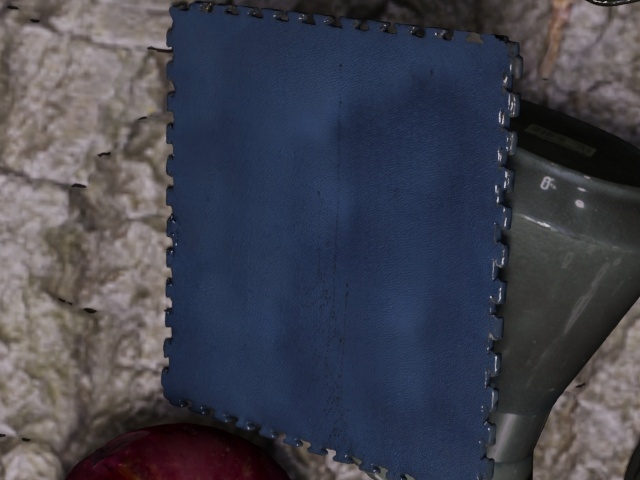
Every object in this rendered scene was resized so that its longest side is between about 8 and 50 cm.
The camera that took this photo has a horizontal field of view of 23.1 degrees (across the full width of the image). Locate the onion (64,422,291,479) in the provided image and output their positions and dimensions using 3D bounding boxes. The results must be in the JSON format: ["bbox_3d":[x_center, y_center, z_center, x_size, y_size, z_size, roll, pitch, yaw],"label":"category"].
[{"bbox_3d":[-0.089,0.202,0.988,0.177,0.153,0.177,0,92,1],"label":"onion"}]

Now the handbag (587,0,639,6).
[{"bbox_3d":[0.201,-0.175,0.944,0.111,0.072,0.047,-23,116,7],"label":"handbag"}]

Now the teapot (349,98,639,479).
[{"bbox_3d":[0.092,0.033,0.952,0.203,0.171,0.225,26,109,17],"label":"teapot"}]

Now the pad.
[{"bbox_3d":[0.000,0.000,0.922,0.269,0.012,0.270,15,108,39],"label":"pad"}]

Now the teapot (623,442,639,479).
[{"bbox_3d":[0.259,0.164,1.020,0.108,0.149,0.111,10,142,-18],"label":"teapot"}]
